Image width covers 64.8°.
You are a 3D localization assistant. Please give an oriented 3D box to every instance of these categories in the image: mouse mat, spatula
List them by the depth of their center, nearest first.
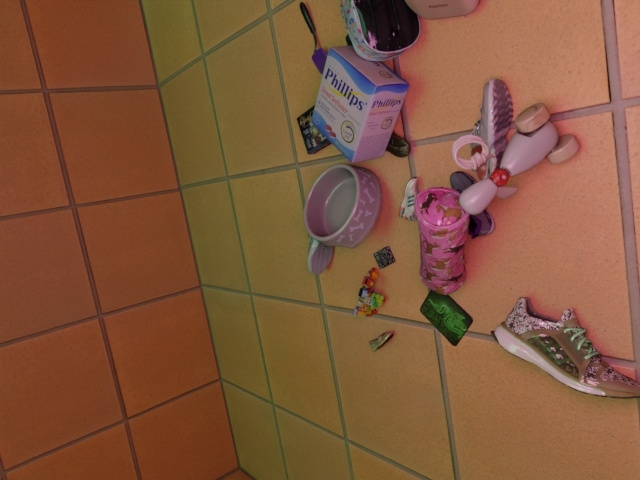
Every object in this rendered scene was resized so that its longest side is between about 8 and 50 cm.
[{"bbox_3d":[0.439,0.262,1.778,0.189,0.007,0.152,46,135,31],"label":"mouse mat"},{"bbox_3d":[-0.026,-0.791,1.968,0.084,0.030,0.296,-22,85,56],"label":"spatula"}]

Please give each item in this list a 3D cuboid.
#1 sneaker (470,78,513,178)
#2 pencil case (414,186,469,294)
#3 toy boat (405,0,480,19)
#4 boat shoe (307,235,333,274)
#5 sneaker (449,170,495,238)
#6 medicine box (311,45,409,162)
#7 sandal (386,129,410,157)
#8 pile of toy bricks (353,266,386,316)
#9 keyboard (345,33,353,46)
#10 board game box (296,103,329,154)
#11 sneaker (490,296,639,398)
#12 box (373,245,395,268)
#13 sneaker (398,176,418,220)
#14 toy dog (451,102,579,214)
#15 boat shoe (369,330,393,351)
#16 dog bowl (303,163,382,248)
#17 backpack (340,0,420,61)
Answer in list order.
[{"bbox_3d":[0.470,-0.315,1.440,0.115,0.105,0.281,19,118,48],"label":"sneaker"},{"bbox_3d":[0.367,0.008,1.522,0.160,0.167,0.386,37,159,34],"label":"pencil case"},{"bbox_3d":[0.351,-0.733,1.434,0.231,0.151,0.151,16,81,43],"label":"toy boat"},{"bbox_3d":[0.000,0.000,2.189,0.094,0.109,0.302,45,128,55],"label":"boat shoe"},{"bbox_3d":[0.450,-0.113,1.547,0.083,0.098,0.223,-44,68,50],"label":"sneaker"},{"bbox_3d":[0.122,-0.458,1.691,0.263,0.149,0.289,51,142,31],"label":"medicine box"},{"bbox_3d":[0.238,-0.363,1.762,0.219,0.060,0.090,37,134,33],"label":"sandal"},{"bbox_3d":[0.208,0.226,2.001,0.105,0.118,0.212,18,112,12],"label":"pile of toy bricks"},{"bbox_3d":[0.154,-0.724,1.767,0.180,0.023,0.108,-31,78,53],"label":"keyboard"},{"bbox_3d":[0.006,-0.466,2.038,0.243,0.042,0.165,-20,87,53],"label":"board game box"},{"bbox_3d":[0.678,0.282,1.380,0.410,0.158,0.182,27,106,39],"label":"sneaker"},{"bbox_3d":[0.246,0.066,1.944,0.083,0.018,0.067,-37,73,52],"label":"box"},{"bbox_3d":[0.326,-0.141,1.745,0.075,0.057,0.161,28,124,24],"label":"sneaker"},{"bbox_3d":[0.492,-0.216,1.330,0.161,0.334,0.220,-106,-6,-77],"label":"toy dog"},{"bbox_3d":[0.243,0.401,2.045,0.048,0.056,0.153,54,147,17],"label":"boat shoe"},{"bbox_3d":[0.069,-0.133,1.912,0.349,0.102,0.348,-24,56,42],"label":"dog bowl"},{"bbox_3d":[0.186,-0.694,1.574,0.191,0.225,0.253,173,77,-75],"label":"backpack"}]
